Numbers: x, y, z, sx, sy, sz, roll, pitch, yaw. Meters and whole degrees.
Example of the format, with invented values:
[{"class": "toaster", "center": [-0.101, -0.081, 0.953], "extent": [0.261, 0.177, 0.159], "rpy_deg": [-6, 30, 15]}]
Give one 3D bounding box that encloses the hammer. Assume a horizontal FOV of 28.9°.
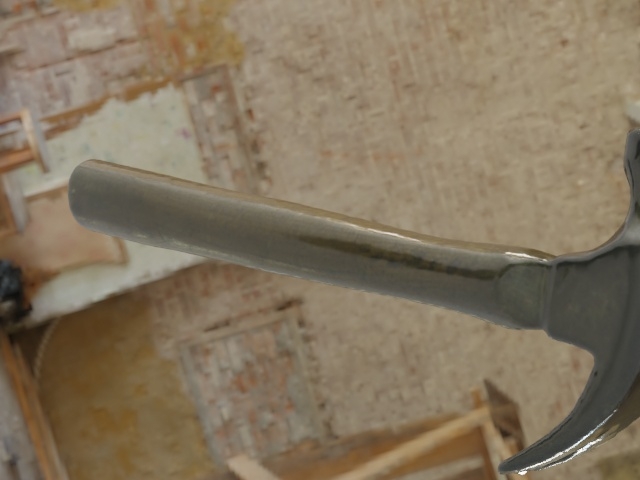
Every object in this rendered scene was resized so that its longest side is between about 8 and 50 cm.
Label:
[{"class": "hammer", "center": [0.000, 0.000, 0.687], "extent": [0.440, 0.044, 0.168], "rpy_deg": [13, -87, 44]}]
